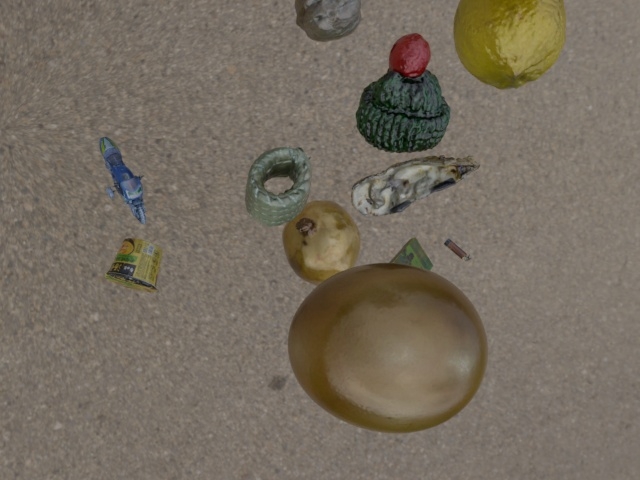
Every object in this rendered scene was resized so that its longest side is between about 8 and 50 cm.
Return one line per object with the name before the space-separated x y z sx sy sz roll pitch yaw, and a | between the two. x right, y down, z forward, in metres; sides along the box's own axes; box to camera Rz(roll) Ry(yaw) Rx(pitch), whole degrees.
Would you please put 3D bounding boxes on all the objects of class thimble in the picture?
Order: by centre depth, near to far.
thimble | -0.054 -0.076 0.765 0.084 0.062 0.110 34 59 8

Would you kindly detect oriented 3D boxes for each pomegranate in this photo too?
pomegranate | 0.005 0.014 1.927 0.307 0.307 0.308 -6 102 -29

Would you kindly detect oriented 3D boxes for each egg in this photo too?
egg | 0.114 0.178 0.953 0.351 0.282 0.283 4 97 -26

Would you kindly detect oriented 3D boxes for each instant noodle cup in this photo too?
instant noodle cup | -0.520 0.070 1.610 0.151 0.151 0.122 29 65 -31

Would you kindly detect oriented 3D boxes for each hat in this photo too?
hat | 0.255 -0.423 1.629 0.274 0.242 0.332 -13 140 -18

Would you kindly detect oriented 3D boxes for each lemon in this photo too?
lemon | 0.305 -0.344 0.910 0.180 0.193 0.181 -12 139 -11

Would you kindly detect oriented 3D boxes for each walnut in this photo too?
walnut | 0.022 -0.752 1.836 0.224 0.224 0.224 -6 102 -29

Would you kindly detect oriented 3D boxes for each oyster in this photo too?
oyster | 0.242 -0.152 1.474 0.344 0.079 0.129 -18 110 14

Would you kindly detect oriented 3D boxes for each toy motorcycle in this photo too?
toy motorcycle | -0.530 -0.165 1.520 0.092 0.136 0.254 -25 66 -24

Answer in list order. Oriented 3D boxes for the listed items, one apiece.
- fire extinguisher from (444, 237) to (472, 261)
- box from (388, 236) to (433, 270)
fire extinguisher | 0.375 0.027 1.539 0.022 0.083 0.028 -32 159 -44
box | 0.288 0.087 1.834 0.121 0.030 0.193 57 46 -9
